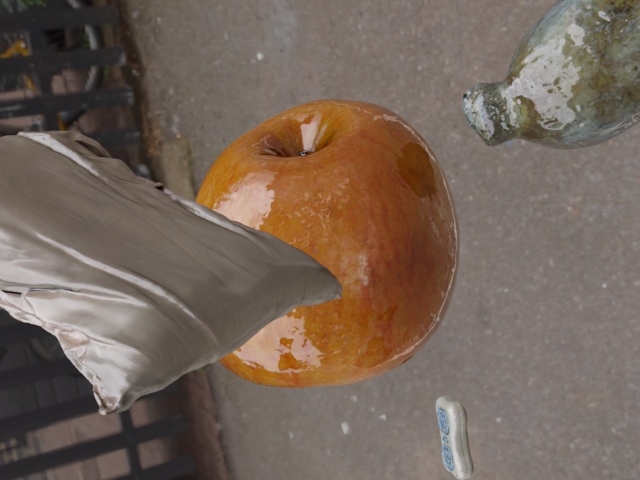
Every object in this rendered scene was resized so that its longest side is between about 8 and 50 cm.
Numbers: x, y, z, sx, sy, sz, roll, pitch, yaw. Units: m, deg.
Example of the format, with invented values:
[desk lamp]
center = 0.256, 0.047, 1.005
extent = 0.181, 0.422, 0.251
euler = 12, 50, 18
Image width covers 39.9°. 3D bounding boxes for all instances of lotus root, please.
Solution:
[lotus root]
center = 0.307, -0.196, 0.886
extent = 0.175, 0.349, 0.175
euler = 53, 178, 2

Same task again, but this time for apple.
[apple]
center = 0.000, 0.000, 0.930
extent = 0.299, 0.299, 0.275
euler = 28, 129, 56

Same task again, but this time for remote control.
[remote control]
center = 0.204, 0.302, 1.348
extent = 0.074, 0.032, 0.122
euler = -169, 69, -75

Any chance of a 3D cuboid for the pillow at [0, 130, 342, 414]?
[pillow]
center = -0.142, 0.006, 0.532
extent = 0.270, 0.173, 0.067
euler = 28, 128, 24
